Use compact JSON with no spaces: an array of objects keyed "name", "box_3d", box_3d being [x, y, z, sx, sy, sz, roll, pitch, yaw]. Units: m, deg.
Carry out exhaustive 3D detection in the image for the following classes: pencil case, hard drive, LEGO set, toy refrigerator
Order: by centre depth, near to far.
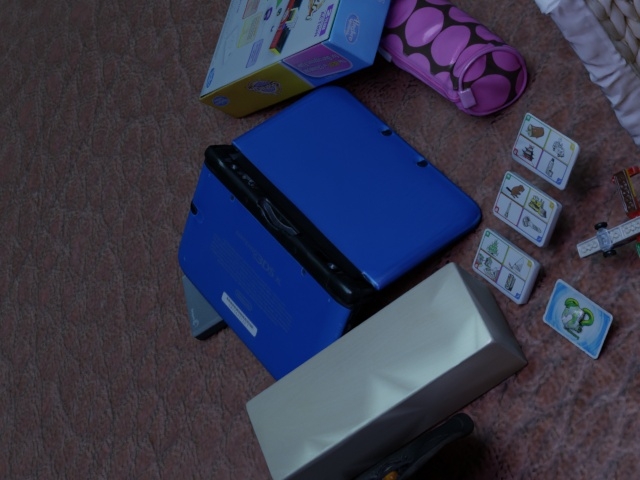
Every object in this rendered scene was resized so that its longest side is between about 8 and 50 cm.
[{"name":"LEGO set","box_3d":[0.266,0.007,1.289,0.244,0.060,0.182,40,123,43]},{"name":"toy refrigerator","box_3d":[0.066,0.147,1.354,0.269,0.094,0.102,-36,54,16]},{"name":"pencil case","box_3d":[0.136,-0.214,1.506,0.098,0.095,0.209,-26,39,-20]},{"name":"hard drive","box_3d":[-0.106,0.051,1.609,0.135,0.022,0.094,-33,49,22]}]

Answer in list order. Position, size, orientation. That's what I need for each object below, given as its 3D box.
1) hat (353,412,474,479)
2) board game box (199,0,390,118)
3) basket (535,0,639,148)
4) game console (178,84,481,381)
[{"name":"hat","box_3d":[0.046,0.299,1.216,0.331,0.331,0.134,-37,86,19]},{"name":"board game box","box_3d":[-0.019,-0.296,1.633,0.316,0.064,0.242,-11,58,57]},{"name":"basket","box_3d":[0.314,-0.295,1.242,0.266,0.331,0.328,-33,49,14]},{"name":"game console","box_3d":[0.000,0.000,1.518,0.293,0.173,0.250,46,129,37]}]
